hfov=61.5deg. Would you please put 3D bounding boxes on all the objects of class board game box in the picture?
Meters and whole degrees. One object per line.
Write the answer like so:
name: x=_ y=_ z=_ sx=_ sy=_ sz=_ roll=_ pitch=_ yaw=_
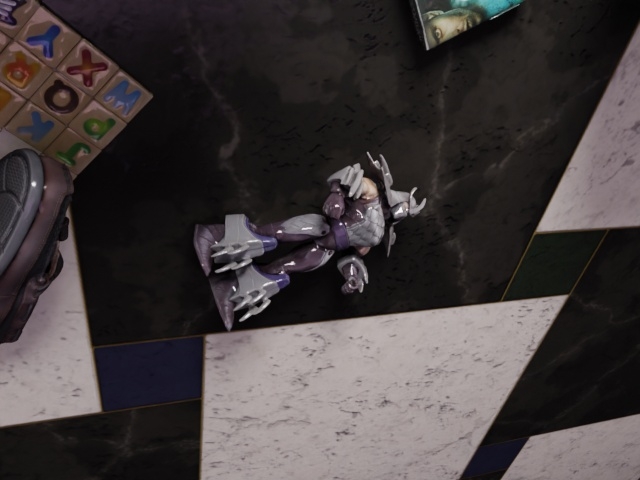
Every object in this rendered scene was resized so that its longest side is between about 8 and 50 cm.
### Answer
board game box: x=0.130 y=-0.290 z=0.503 sx=0.126 sy=0.026 sz=0.186 roll=-27 pitch=133 yaw=2

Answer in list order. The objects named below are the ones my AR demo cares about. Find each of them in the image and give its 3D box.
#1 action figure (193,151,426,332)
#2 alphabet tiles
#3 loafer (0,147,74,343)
action figure: x=0.000 y=0.000 z=0.654 sx=0.285 sy=0.099 sz=0.185 roll=-20 pitch=128 yaw=-8
alphabet tiles: x=-0.308 y=-0.137 z=0.478 sx=0.198 sy=0.009 sz=0.237 roll=-40 pitch=131 yaw=14
loafer: x=-0.315 y=0.022 z=0.553 sx=0.095 sy=0.109 sz=0.302 roll=10 pitch=137 yaw=-48
